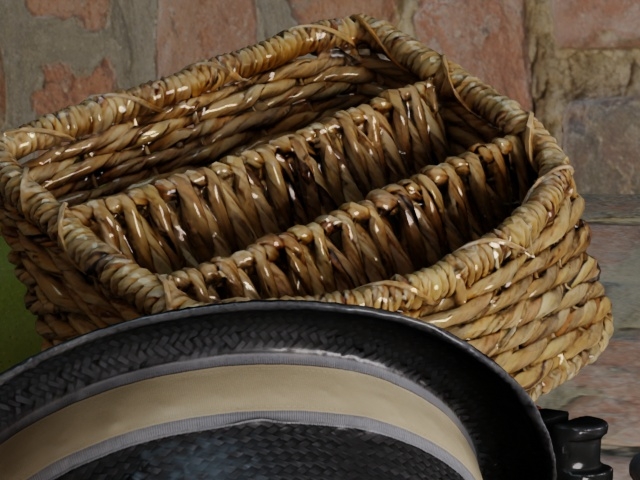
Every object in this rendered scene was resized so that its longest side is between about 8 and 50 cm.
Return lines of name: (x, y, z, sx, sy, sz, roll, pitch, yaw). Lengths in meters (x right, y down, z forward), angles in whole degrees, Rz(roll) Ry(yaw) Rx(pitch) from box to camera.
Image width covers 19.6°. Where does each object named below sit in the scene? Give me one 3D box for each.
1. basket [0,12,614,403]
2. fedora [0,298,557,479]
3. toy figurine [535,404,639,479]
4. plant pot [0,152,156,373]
basket: (0.000, 0.000, 1.019, 0.299, 0.223, 0.213, -21, 11, -33)
fedora: (-0.038, 0.178, 0.819, 0.334, 0.334, 0.152, -5, 40, -14)
toy figurine: (0.180, 0.160, 1.066, 0.209, 0.148, 0.213, 1, 7, -10)
plant pot: (-0.214, 0.085, 1.343, 0.293, 0.275, 0.275, -17, 6, 16)
